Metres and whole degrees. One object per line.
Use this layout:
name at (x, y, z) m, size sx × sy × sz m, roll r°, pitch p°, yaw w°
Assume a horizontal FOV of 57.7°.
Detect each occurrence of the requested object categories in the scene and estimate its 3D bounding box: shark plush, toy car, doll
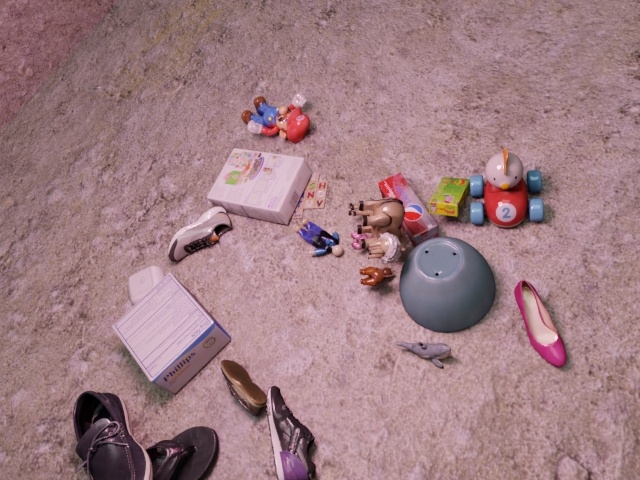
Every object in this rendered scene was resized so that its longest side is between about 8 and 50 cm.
shark plush at (0.303, 0.306, 1.694) m, size 0.161 × 0.067 × 0.073 m, roll 19°, pitch 68°, yaw 28°
toy car at (0.568, -0.179, 1.791) m, size 0.219 × 0.238 × 0.210 m, roll -3°, pitch 59°, yaw 19°
doll at (0.000, 0.000, 2.001) m, size 0.189 × 0.046 × 0.129 m, roll 33°, pitch 65°, yaw 26°

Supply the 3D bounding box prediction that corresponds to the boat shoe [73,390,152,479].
boat shoe at (-0.626, 0.614, 1.700) m, size 0.187 × 0.156 × 0.500 m, roll -46°, pitch 37°, yaw -3°

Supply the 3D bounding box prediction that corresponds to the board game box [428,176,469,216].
board game box at (0.422, -0.145, 1.894) m, size 0.092 × 0.043 × 0.181 m, roll 8°, pitch 36°, yaw 23°

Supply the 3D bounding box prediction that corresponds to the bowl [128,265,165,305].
bowl at (-0.643, 0.162, 2.129) m, size 0.142 × 0.053 × 0.142 m, roll -25°, pitch 56°, yaw 5°

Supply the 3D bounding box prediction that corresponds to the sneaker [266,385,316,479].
sneaker at (-0.082, 0.555, 1.678) m, size 0.124 × 0.107 × 0.283 m, roll -11°, pitch 60°, yaw -4°

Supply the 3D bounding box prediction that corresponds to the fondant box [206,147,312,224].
fondant box at (-0.228, -0.207, 2.171) m, size 0.330 × 0.096 × 0.238 m, roll 13°, pitch 66°, yaw 28°

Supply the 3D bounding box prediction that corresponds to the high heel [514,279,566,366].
high heel at (0.608, 0.224, 1.604) m, size 0.082 × 0.117 × 0.244 m, roll -18°, pitch 56°, yaw 8°

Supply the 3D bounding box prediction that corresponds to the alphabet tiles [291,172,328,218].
alphabet tiles at (-0.091, -0.165, 2.158) m, size 0.237 × 0.009 × 0.198 m, roll -2°, pitch 59°, yaw 19°

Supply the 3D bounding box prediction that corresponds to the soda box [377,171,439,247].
soda box at (0.291, -0.102, 1.936) m, size 0.092 × 0.083 × 0.263 m, roll -28°, pitch 54°, yaw 0°

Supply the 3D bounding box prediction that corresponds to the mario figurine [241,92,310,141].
mario figurine at (-0.175, -0.502, 2.289) m, size 0.320 × 0.170 × 0.198 m, roll 23°, pitch 104°, yaw 38°

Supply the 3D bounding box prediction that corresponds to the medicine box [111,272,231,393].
medicine box at (-0.494, 0.305, 1.930) m, size 0.263 × 0.149 × 0.289 m, roll -44°, pitch 56°, yaw -9°

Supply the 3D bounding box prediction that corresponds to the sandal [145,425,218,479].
sandal at (-0.506, 0.693, 1.722) m, size 0.445 × 0.107 × 0.168 m, roll -29°, pitch 54°, yaw 2°

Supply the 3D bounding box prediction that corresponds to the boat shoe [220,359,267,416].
boat shoe at (-0.249, 0.455, 1.796) m, size 0.223 × 0.080 × 0.073 m, roll 35°, pitch 110°, yaw 40°

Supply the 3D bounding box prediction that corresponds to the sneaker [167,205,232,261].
sneaker at (-0.445, -0.013, 2.139) m, size 0.271 × 0.100 × 0.108 m, roll -39°, pitch 60°, yaw -7°

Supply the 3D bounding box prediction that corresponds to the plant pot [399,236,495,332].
plant pot at (0.364, 0.102, 1.720) m, size 0.290 × 0.195 × 0.290 m, roll -9°, pitch 58°, yaw 14°

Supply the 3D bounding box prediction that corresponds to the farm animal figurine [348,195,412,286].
farm animal figurine at (0.199, -0.034, 1.819) m, size 0.172 × 0.327 × 0.330 m, roll -6°, pitch 63°, yaw -5°
